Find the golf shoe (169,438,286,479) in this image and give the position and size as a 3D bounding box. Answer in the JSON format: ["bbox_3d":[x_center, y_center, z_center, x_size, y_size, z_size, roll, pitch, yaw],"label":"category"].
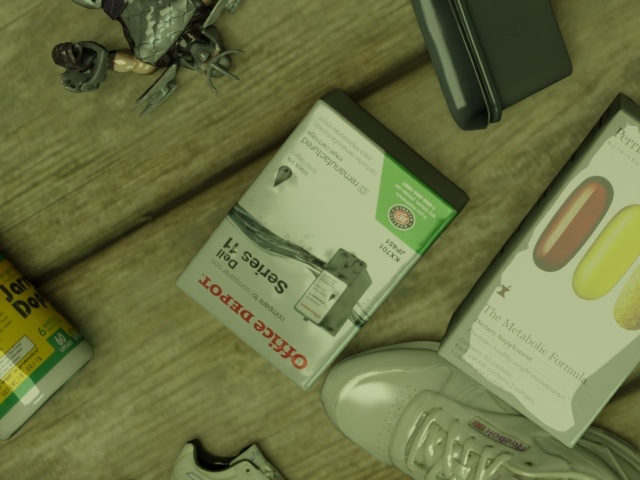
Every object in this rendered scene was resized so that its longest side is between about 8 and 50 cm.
[{"bbox_3d":[-0.051,0.225,1.572,0.176,0.069,0.086,10,97,7],"label":"golf shoe"}]

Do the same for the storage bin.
[{"bbox_3d":[0.140,-0.168,1.453,0.091,0.098,0.135,-21,97,-15],"label":"storage bin"}]

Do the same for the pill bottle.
[{"bbox_3d":[-0.309,0.064,1.557,0.208,0.117,0.117,46,105,0],"label":"pill bottle"}]

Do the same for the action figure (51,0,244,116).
[{"bbox_3d":[-0.182,-0.221,1.491,0.285,0.099,0.185,39,96,-3],"label":"action figure"}]

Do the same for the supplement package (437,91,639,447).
[{"bbox_3d":[0.224,0.020,1.445,0.139,0.134,0.244,35,105,1],"label":"supplement package"}]

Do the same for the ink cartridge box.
[{"bbox_3d":[0.000,0.000,1.505,0.153,0.087,0.208,39,106,1],"label":"ink cartridge box"}]

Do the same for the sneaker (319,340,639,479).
[{"bbox_3d":[0.141,0.175,1.482,0.305,0.152,0.114,21,106,7],"label":"sneaker"}]
